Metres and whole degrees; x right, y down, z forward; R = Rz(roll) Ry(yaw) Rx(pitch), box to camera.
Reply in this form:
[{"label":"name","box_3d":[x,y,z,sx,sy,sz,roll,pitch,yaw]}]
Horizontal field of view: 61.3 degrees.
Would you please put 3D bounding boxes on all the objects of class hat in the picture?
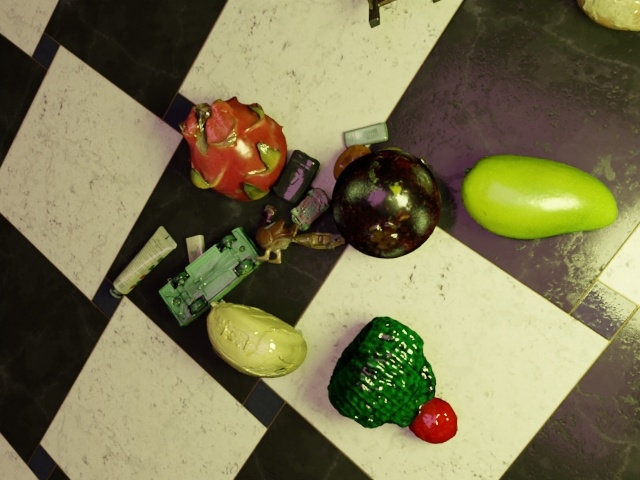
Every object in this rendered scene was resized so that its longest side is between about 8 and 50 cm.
[{"label":"hat","box_3d":[0.204,0.367,1.347,0.332,0.242,0.274,35,126,-3]}]

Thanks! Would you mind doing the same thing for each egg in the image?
[{"label":"egg","box_3d":[0.683,-0.554,1.169,0.233,0.195,0.194,6,91,41]}]

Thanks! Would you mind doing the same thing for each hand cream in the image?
[{"label":"hand cream","box_3d":[-0.577,0.079,1.745,0.276,0.059,0.095,-44,72,10]}]

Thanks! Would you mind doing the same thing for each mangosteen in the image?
[{"label":"mangosteen","box_3d":[0.164,-0.098,1.339,0.288,0.288,0.287,-1,88,22]}]

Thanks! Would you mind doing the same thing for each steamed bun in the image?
[{"label":"steamed bun","box_3d":[-0.191,0.283,1.481,0.273,0.232,0.166,25,92,23]}]

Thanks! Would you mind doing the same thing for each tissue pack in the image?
[{"label":"tissue pack","box_3d":[-0.384,0.041,1.679,0.056,0.023,0.108,-14,82,21]}]

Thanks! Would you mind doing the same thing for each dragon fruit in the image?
[{"label":"dragon fruit","box_3d":[-0.261,-0.264,1.532,0.306,0.226,0.305,-1,86,20]}]

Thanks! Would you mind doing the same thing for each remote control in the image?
[{"label":"remote control","box_3d":[0.124,-0.287,1.482,0.125,0.018,0.053,-11,85,22]}]

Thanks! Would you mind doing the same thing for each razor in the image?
[{"label":"razor","box_3d":[-0.068,-0.178,1.538,0.090,0.054,0.148,34,102,20]}]

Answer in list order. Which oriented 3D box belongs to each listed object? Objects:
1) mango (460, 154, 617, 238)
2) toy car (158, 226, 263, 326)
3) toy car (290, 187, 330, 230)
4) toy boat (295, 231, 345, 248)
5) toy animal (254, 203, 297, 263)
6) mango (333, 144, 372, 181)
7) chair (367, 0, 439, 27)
[{"label":"mango","box_3d":[0.498,-0.093,1.247,0.343,0.156,0.192,12,94,21]},{"label":"toy car","box_3d":[-0.322,0.104,1.604,0.321,0.097,0.141,-39,74,3]},{"label":"toy car","box_3d":[-0.025,-0.088,1.519,0.142,0.055,0.069,-44,72,30]},{"label":"toy boat","box_3d":[0.000,0.000,1.508,0.149,0.049,0.047,2,88,22]},{"label":"toy animal","box_3d":[-0.121,-0.026,1.529,0.188,0.089,0.179,-9,71,48]},{"label":"mango","box_3d":[0.083,-0.211,1.473,0.127,0.063,0.077,-38,82,17]},{"label":"chair","box_3d":[0.185,-0.768,1.398,0.203,0.416,0.240,-16,127,22]}]
